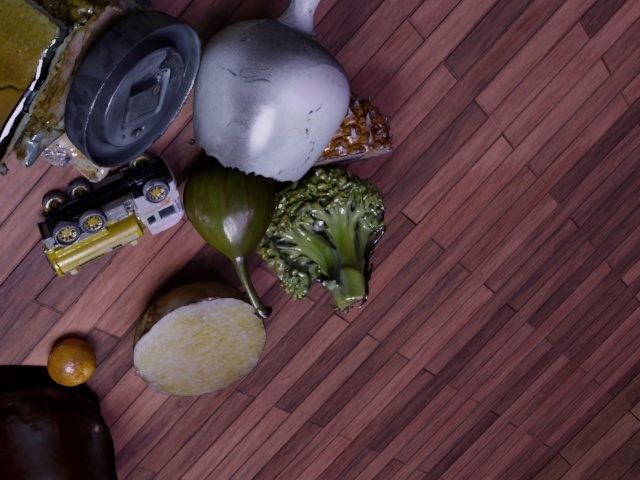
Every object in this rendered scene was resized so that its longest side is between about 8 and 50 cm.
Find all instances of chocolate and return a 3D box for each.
[{"bbox_3d":[-0.499,0.458,1.292,0.384,0.331,0.383,-16,130,-19],"label":"chocolate"}]

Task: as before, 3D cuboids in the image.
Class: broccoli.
[{"bbox_3d":[-0.010,-0.014,1.314,0.242,0.273,0.180,-39,118,22],"label":"broccoli"}]

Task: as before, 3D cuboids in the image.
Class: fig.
[{"bbox_3d":[-0.142,-0.004,1.236,0.151,0.151,0.259,2,83,-34],"label":"fig"}]

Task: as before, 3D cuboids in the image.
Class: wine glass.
[{"bbox_3d":[-0.057,-0.259,1.108,0.238,0.238,0.323,9,109,-37],"label":"wine glass"}]

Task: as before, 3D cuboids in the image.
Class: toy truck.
[{"bbox_3d":[-0.322,-0.037,1.191,0.227,0.098,0.114,-27,137,-10],"label":"toy truck"}]

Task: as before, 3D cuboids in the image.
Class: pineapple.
[{"bbox_3d":[0.029,-0.198,1.288,0.176,0.161,0.137,-10,90,-23],"label":"pineapple"}]

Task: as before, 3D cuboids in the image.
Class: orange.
[{"bbox_3d":[-0.424,0.207,1.326,0.083,0.070,0.083,-32,146,-25],"label":"orange"}]

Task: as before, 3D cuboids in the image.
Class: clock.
[{"bbox_3d":[-0.237,-0.192,0.998,0.215,0.042,0.215,-52,169,-14],"label":"clock"}]

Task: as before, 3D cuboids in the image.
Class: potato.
[{"bbox_3d":[-0.225,0.161,1.392,0.239,0.116,0.299,-14,140,-16],"label":"potato"}]

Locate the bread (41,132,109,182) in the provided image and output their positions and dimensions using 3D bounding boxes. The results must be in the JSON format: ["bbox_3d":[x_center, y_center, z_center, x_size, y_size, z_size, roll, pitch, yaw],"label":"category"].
[{"bbox_3d":[-0.315,-0.162,1.103,0.177,0.084,0.119,-44,139,-9],"label":"bread"}]

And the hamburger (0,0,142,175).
[{"bbox_3d":[-0.358,-0.238,0.943,0.288,0.192,0.168,-51,170,19],"label":"hamburger"}]

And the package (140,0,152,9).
[{"bbox_3d":[-0.249,-0.361,1.048,0.037,0.015,0.110,-17,129,-21],"label":"package"}]
